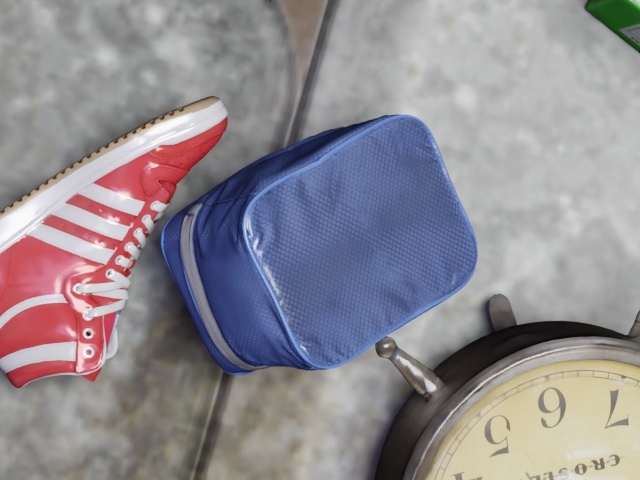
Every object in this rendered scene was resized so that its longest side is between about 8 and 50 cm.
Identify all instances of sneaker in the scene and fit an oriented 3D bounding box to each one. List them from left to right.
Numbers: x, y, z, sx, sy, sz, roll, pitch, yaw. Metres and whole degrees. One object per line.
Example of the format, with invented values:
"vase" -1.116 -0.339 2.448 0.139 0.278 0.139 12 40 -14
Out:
"sneaker" -0.070 0.004 0.681 0.118 0.042 0.067 -33 91 5

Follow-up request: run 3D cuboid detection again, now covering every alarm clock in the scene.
"alarm clock" 0.087 0.113 0.689 0.129 0.064 0.192 -12 95 -9

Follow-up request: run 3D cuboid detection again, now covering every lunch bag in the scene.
"lunch bag" 0.000 0.000 0.669 0.098 0.065 0.067 -29 102 -34

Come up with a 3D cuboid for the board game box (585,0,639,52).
"board game box" 0.286 -0.134 0.696 0.242 0.064 0.316 38 89 -6
